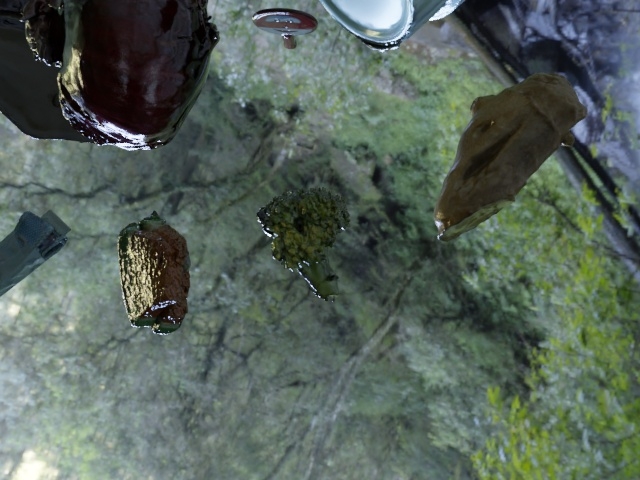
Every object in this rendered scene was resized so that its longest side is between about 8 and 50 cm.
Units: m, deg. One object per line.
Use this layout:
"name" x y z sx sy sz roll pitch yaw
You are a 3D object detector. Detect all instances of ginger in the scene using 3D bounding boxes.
"ginger" 0.308 -0.144 1.136 0.190 0.354 0.126 31 175 21

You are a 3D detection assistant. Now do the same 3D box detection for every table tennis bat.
"table tennis bat" -0.051 -0.324 1.002 0.098 0.019 0.155 3 179 2

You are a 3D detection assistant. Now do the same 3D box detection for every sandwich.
"sandwich" -0.384 0.082 1.540 0.109 0.292 0.212 -2 -172 -43

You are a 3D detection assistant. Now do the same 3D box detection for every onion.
"onion" -0.260 -0.272 0.859 0.232 0.314 0.314 6 174 -18

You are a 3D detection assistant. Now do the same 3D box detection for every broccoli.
"broccoli" 0.003 -0.017 1.472 0.273 0.180 0.242 52 -159 7

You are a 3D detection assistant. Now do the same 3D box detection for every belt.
"belt" -0.575 0.060 1.154 0.072 0.302 0.087 38 158 15

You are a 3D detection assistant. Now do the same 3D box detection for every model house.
"model house" -0.636 -0.388 1.420 0.317 0.297 0.282 1 -144 -29

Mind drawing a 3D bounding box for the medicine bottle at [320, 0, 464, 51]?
"medicine bottle" 0.131 -0.321 0.583 0.158 0.318 0.158 41 163 15
